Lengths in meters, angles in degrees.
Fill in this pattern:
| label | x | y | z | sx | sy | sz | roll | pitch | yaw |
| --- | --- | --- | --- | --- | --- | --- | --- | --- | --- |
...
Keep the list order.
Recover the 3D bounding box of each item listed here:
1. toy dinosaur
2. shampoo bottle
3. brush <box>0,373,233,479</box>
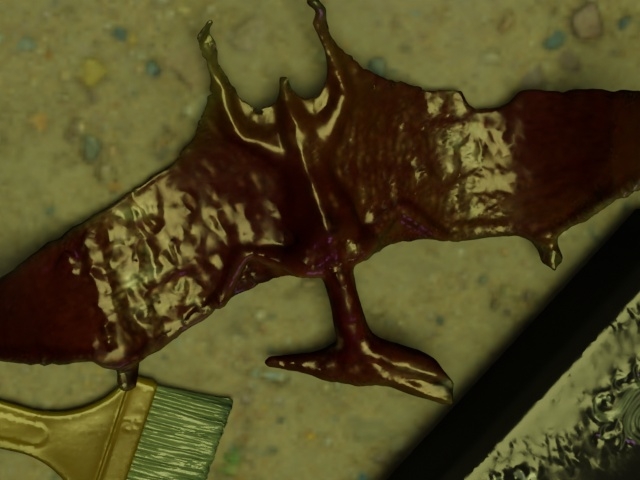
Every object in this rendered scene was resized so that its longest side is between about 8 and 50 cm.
| label | x | y | z | sx | sy | sz | roll | pitch | yaw |
| --- | --- | --- | --- | --- | --- | --- | --- | --- | --- |
| toy dinosaur | -0.008 | -0.007 | 0.853 | 0.327 | 0.113 | 0.207 | 8 | 105 | -12 |
| shampoo bottle | 0.145 | 0.074 | 0.931 | 0.098 | 0.071 | 0.309 | 41 | 93 | -16 |
| brush | -0.151 | 0.091 | 0.907 | 0.205 | 0.011 | 0.083 | 16 | 104 | -15 |
